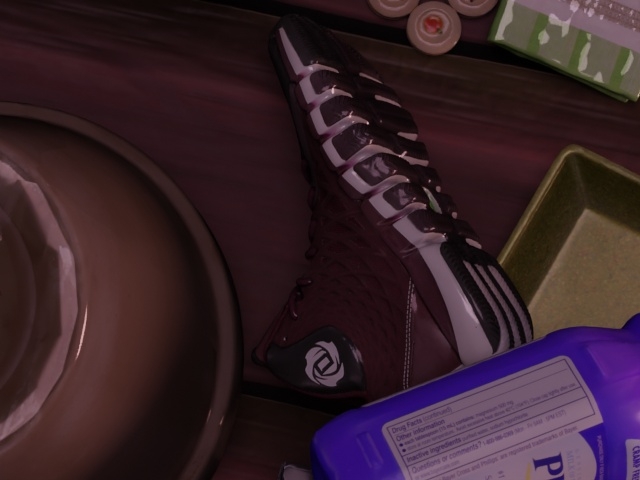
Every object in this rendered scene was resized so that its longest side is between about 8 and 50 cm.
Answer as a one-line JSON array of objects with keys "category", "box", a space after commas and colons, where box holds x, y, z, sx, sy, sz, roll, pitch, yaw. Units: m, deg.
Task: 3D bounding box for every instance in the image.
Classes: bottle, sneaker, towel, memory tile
[{"category": "bottle", "box": [0.137, 0.109, 1.016, 0.283, 0.118, 0.092, -19, 53, -12]}, {"category": "sneaker", "box": [0.000, 0.000, 1.117, 0.162, 0.106, 0.281, -40, 61, 21]}, {"category": "towel", "box": [0.185, -0.180, 1.180, 0.113, 0.023, 0.152, 23, 83, -4]}, {"category": "memory tile", "box": [0.088, -0.204, 1.194, 0.113, 0.012, 0.148, 44, 82, 7]}]

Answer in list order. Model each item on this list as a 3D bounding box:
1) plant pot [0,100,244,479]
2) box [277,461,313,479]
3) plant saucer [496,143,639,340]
[{"category": "plant pot", "box": [-0.211, 0.054, 1.013, 0.323, 0.280, 0.323, 0, 81, 1]}, {"category": "box", "box": [0.103, 0.281, 1.075, 0.307, 0.076, 0.242, 11, 79, 1]}, {"category": "plant saucer", "box": [0.192, 0.062, 1.117, 0.188, 0.045, 0.188, 28, 80, 18]}]
